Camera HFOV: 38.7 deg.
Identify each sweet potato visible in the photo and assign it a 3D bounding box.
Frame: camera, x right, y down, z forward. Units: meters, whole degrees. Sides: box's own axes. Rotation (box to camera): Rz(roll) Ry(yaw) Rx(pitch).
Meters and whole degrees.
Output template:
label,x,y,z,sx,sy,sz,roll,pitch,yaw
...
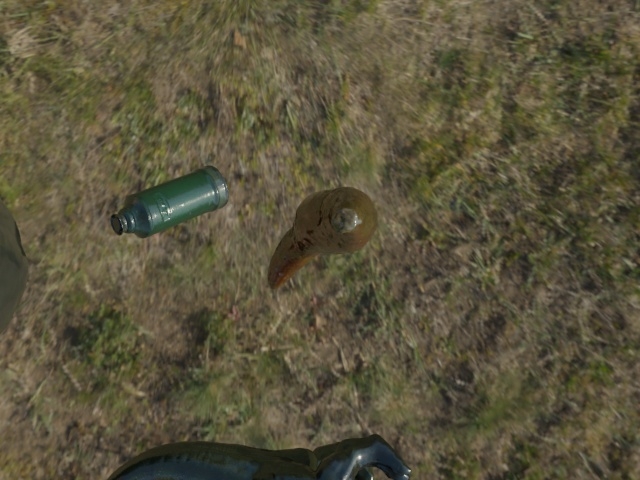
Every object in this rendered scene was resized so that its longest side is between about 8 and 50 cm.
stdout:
label,x,y,z,sx,sy,sz,roll,pitch,yaw
sweet potato,0.003,-0.009,0.830,0.058,0.255,0.078,26,71,-12

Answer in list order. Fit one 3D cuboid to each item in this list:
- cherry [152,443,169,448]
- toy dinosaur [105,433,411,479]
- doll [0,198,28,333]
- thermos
label,x,y,z,sx,sy,sz,roll,pitch,yaw
cherry,-0.205,0.335,1.240,0.107,0.090,0.225,13,148,-18
toy dinosaur,-0.028,0.187,0.510,0.179,0.087,0.187,-25,80,-20
doll,-0.333,0.013,0.362,0.379,0.382,0.252,-34,92,-20
thermos,-0.238,-0.057,1.399,0.188,0.083,0.073,-25,132,-39
